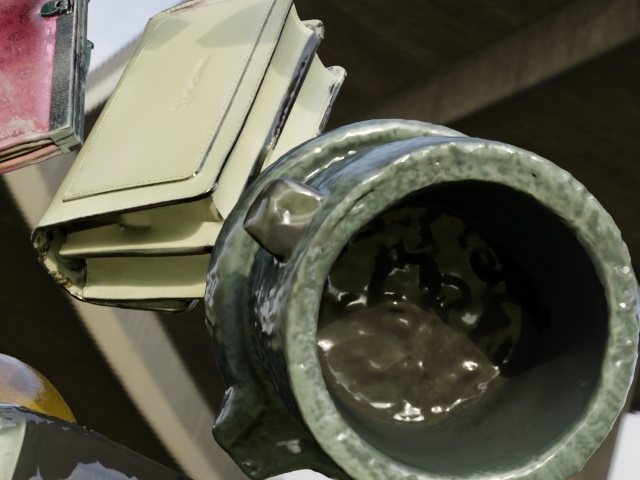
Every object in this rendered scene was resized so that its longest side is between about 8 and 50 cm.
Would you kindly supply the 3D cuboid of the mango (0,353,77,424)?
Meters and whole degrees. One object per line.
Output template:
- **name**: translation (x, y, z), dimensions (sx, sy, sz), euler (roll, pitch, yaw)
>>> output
- **mango**: translation (-0.449, 0.259, 1.627), dimensions (0.301, 0.221, 0.445), euler (17, 6, -3)

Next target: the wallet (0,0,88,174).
- **wallet**: translation (-0.200, -0.121, 0.826), dimensions (0.119, 0.232, 0.025), euler (-17, -45, 9)

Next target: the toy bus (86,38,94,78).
- **toy bus**: translation (-0.368, -0.234, 1.799), dimensions (0.060, 0.123, 0.075), euler (31, -53, 29)

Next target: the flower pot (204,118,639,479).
- **flower pot**: translation (0.048, 0.058, 0.957), dimensions (0.299, 0.299, 0.283), euler (23, 0, -11)

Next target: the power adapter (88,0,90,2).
- **power adapter**: translation (-0.322, -0.321, 1.557), dimensions (0.130, 0.205, 0.125), euler (34, 3, -4)

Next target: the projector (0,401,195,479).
- **projector**: translation (-0.241, 0.369, 1.109), dimensions (0.242, 0.395, 0.405), euler (-4, -28, 37)

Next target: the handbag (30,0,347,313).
- **handbag**: translation (-0.135, -0.103, 1.428), dimensions (0.236, 0.358, 0.160), euler (-3, -46, 24)
